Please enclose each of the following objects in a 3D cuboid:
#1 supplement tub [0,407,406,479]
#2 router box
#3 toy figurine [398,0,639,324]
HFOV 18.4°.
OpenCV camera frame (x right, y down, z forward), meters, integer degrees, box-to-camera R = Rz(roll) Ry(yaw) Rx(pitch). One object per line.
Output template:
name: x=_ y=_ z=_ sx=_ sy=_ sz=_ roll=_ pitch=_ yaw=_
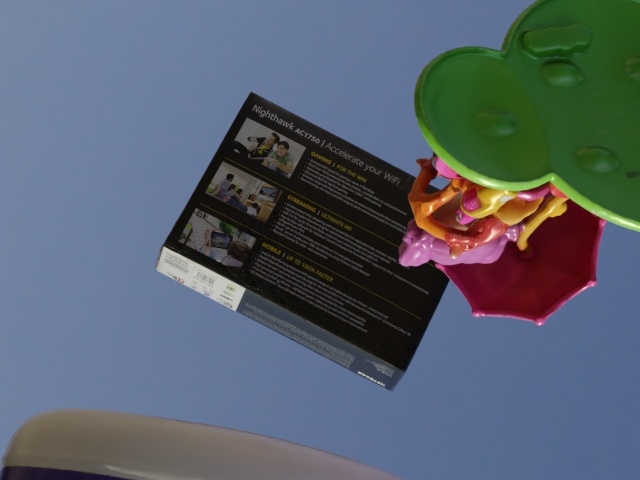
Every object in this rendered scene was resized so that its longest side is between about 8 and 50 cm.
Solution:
supplement tub: x=-0.080 y=0.272 z=1.026 sx=0.241 sy=0.241 sz=0.331 roll=-10 pitch=-115 yaw=57
router box: x=0.000 y=0.000 z=1.309 sx=0.133 sy=0.179 sz=0.046 roll=-62 pitch=180 yaw=-25
toy figurine: x=0.092 y=-0.018 z=0.913 sx=0.159 sy=0.173 sz=0.130 roll=-56 pitch=-132 yaw=52
